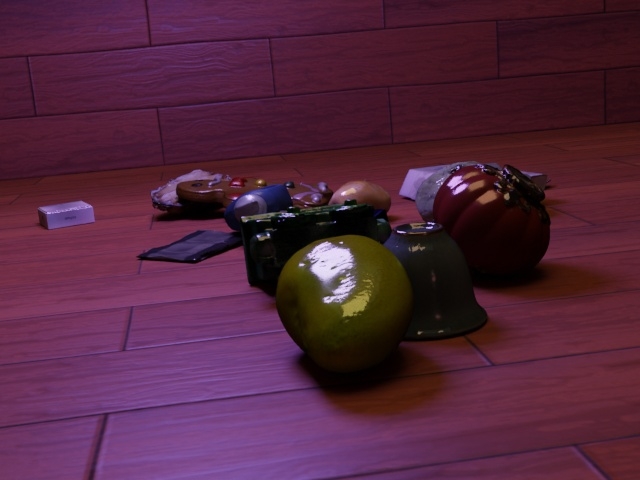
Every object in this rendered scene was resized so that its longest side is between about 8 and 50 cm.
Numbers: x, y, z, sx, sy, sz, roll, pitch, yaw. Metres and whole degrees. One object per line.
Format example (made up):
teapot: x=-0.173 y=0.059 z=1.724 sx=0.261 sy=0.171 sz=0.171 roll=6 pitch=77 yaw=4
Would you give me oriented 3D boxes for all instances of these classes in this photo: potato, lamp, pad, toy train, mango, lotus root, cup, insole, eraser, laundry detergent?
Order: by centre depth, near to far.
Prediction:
mango: x=0.041 y=0.087 z=1.218 sx=0.185 sy=0.149 sz=0.273 roll=-26 pitch=24 yaw=-11
cup: x=0.153 y=0.052 z=1.354 sx=0.199 sy=0.150 sz=0.199 roll=-5 pitch=12 yaw=1
lamp: x=0.305 y=-0.031 z=1.588 sx=0.227 sy=0.227 sz=0.227 roll=-4 pitch=12 yaw=1
toy train: x=-0.008 y=0.005 z=1.614 sx=0.266 sy=0.145 sz=0.202 roll=-8 pitch=3 yaw=-18
pad: x=-0.285 y=0.011 z=2.014 sx=0.174 sy=0.022 sz=0.233 roll=3 pitch=15 yaw=30
laundry detergent: x=-0.153 y=-0.079 z=2.091 sx=0.143 sy=0.094 sz=0.290 roll=-21 pitch=0 yaw=7
potato: x=0.096 y=-0.096 z=2.170 sx=0.178 sy=0.109 sz=0.118 roll=-8 pitch=-10 yaw=-43
insole: x=0.444 y=-0.168 z=2.215 sx=0.119 sy=0.009 sz=0.348 roll=-7 pitch=13 yaw=-2
eraser: x=0.397 y=-0.145 z=2.351 sx=0.213 sy=0.082 sz=0.397 roll=-9 pitch=13 yaw=-24
lotus root: x=-0.371 y=-0.122 z=2.541 sx=0.167 sy=0.078 sz=0.329 roll=16 pitch=24 yaw=23

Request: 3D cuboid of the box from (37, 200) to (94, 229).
box: x=-0.726 y=-0.073 z=2.501 sx=0.130 sy=0.051 sz=0.129 roll=-12 pitch=14 yaw=-26

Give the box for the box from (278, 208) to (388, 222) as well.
box: x=0.008 y=-0.024 z=1.948 sx=0.259 sy=0.071 sz=0.168 roll=-2 pitch=12 yaw=17

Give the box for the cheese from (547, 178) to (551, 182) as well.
cheese: x=0.530 y=-0.169 z=2.519 sx=0.256 sy=0.037 sz=0.106 roll=1 pitch=15 yaw=28

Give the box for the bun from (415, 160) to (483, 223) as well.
bun: x=0.314 y=-0.118 z=2.054 sx=0.221 sy=0.108 sz=0.221 roll=-32 pitch=17 yaw=11

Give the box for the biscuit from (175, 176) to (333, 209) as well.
biscuit: x=-0.184 y=-0.139 z=2.417 sx=0.432 sy=0.064 sz=0.283 roll=6 pitch=15 yaw=3
